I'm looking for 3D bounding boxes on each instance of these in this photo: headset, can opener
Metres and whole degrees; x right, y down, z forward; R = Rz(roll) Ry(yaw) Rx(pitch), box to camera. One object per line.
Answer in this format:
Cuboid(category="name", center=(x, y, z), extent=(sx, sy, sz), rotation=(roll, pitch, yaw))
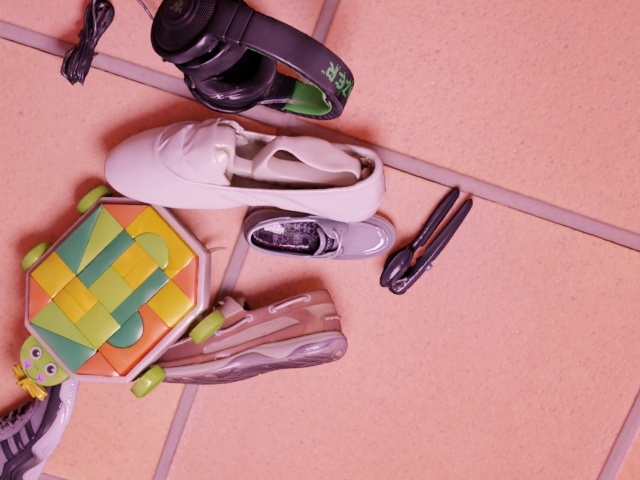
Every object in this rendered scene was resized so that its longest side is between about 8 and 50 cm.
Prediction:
Cuboid(category="headset", center=(-0.153, -0.236, 1.719), extent=(0.394, 0.243, 0.185), rotation=(22, 80, 19))
Cuboid(category="can opener", center=(0.159, 0.005, 1.909), extent=(0.059, 0.073, 0.186), rotation=(43, 93, -7))

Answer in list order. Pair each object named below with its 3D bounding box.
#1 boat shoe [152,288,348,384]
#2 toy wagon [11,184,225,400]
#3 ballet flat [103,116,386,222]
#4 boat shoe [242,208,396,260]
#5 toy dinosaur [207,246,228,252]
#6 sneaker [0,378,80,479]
Cuboid(category="boat shoe", center=(-0.121, 0.144, 1.923), extent=(0.325, 0.123, 0.116), rotation=(-11, 76, 9))
Cuboid(category="toy wagon", center=(-0.314, 0.100, 1.848), extent=(0.344, 0.068, 0.267), rotation=(-44, 82, 6))
Cuboid(category="ballet flat", center=(-0.098, -0.112, 1.804), extent=(0.400, 0.139, 0.139), rotation=(7, 109, -9))
Cuboid(category="boat shoe", center=(0.000, -0.001, 1.883), extent=(0.228, 0.081, 0.079), rotation=(3, 109, -4))
Cuboid(category="toy dinosaur", center=(-0.217, 0.056, 1.917), extent=(0.093, 0.053, 0.183), rotation=(22, 115, -26))
Cuboid(category="sneaker", center=(-0.473, 0.281, 1.942), extent=(0.153, 0.101, 0.268), rotation=(27, 108, -14))
